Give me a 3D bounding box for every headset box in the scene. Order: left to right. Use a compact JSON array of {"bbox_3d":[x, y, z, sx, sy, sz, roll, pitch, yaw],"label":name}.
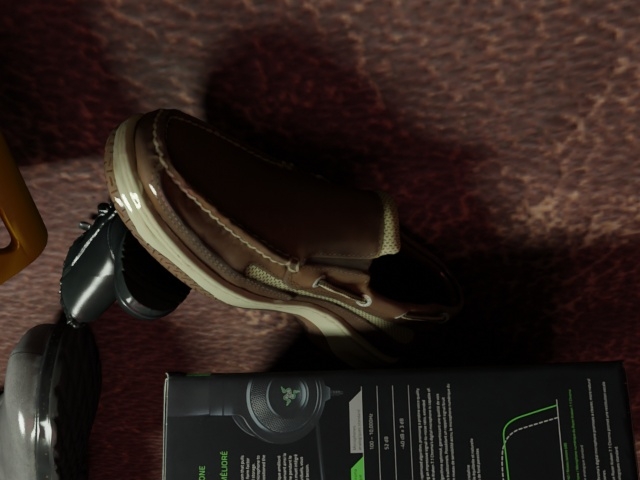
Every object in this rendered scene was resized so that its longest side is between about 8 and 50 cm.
[{"bbox_3d":[0.040,0.163,0.572,0.282,0.131,0.246,-3,165,5],"label":"headset box"}]

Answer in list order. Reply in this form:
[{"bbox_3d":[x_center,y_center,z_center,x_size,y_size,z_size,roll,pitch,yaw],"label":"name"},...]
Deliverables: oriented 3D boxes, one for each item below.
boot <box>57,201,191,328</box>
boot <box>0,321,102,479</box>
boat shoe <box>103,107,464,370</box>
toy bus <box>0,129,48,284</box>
[{"bbox_3d":[-0.114,0.017,0.478,0.045,0.121,0.099,32,125,-29],"label":"boot"},{"bbox_3d":[-0.301,0.167,0.670,0.222,0.118,0.338,15,134,-8],"label":"boot"},{"bbox_3d":[-0.001,-0.007,0.472,0.095,0.095,0.257,-25,145,24],"label":"boat shoe"},{"bbox_3d":[-0.206,-0.060,0.395,0.191,0.104,0.202,53,150,-6],"label":"toy bus"}]
